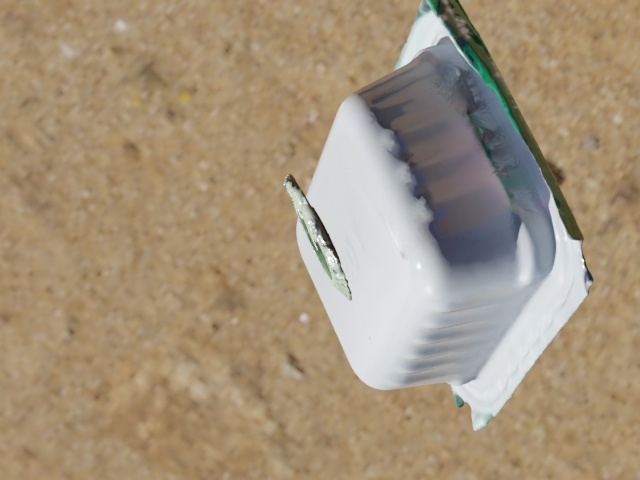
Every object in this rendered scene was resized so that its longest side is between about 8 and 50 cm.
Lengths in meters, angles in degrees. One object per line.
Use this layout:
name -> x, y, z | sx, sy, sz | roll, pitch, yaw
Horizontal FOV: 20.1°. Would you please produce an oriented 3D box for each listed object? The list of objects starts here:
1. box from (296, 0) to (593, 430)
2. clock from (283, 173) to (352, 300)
box -> 0.067, -0.007, 1.371 | 0.336, 0.106, 0.264 | 113, 137, -61
clock -> 0.000, 0.000, 1.022 | 0.074, 0.010, 0.083 | 60, 175, 34
